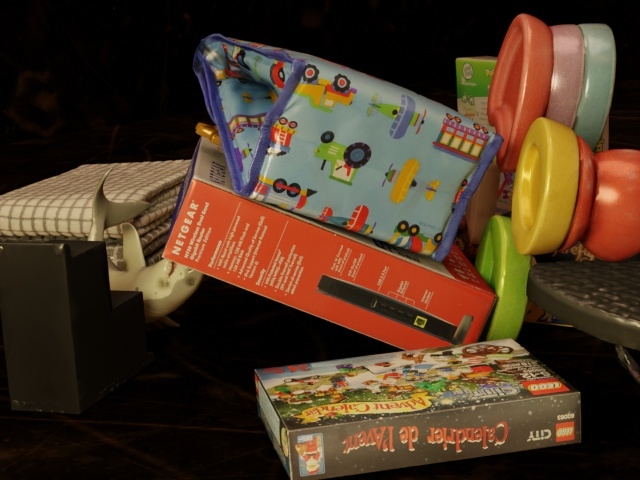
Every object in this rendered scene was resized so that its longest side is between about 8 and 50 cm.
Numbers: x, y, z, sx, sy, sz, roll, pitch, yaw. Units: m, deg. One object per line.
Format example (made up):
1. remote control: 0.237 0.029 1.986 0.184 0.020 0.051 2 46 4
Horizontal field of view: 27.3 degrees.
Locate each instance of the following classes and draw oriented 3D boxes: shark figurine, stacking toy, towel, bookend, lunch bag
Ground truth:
1. shark figurine: -0.198 0.046 1.426 0.116 0.166 0.278 33 3 -34
2. stacking toy: 0.234 -0.047 1.272 0.130 0.279 0.309 7 43 -4
3. towel: -0.285 -0.024 1.757 0.235 0.121 0.283 -1 14 20
4. bookend: -0.225 0.062 1.230 0.072 0.157 0.156 1 14 19
5. lunch bag: 0.005 -0.123 1.293 0.221 0.138 0.293 18 17 -25

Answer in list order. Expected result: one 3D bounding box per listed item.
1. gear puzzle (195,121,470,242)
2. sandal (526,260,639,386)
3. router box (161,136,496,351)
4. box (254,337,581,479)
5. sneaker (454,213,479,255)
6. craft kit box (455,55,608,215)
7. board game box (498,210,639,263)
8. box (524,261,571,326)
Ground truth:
1. gear puzzle: 0.011 -0.080 1.422 0.339 0.044 0.175 16 12 -33
2. sandal: 0.367 0.109 1.023 0.445 0.107 0.167 15 17 20
3. router box: 0.000 0.000 1.347 0.301 0.082 0.335 21 10 -8
4. box: 0.073 0.133 1.075 0.233 0.044 0.159 -6 12 -11
5. sneaker: 0.092 -0.022 1.690 0.112 0.121 0.299 23 -4 -30
6. craft kit box: 0.258 -0.102 1.641 0.061 0.247 0.250 -11 15 -27
7. board game box: 0.327 -0.027 1.437 0.243 0.042 0.165 -19 19 -35
8. box: 0.252 0.056 1.364 0.169 0.054 0.059 5 15 34
